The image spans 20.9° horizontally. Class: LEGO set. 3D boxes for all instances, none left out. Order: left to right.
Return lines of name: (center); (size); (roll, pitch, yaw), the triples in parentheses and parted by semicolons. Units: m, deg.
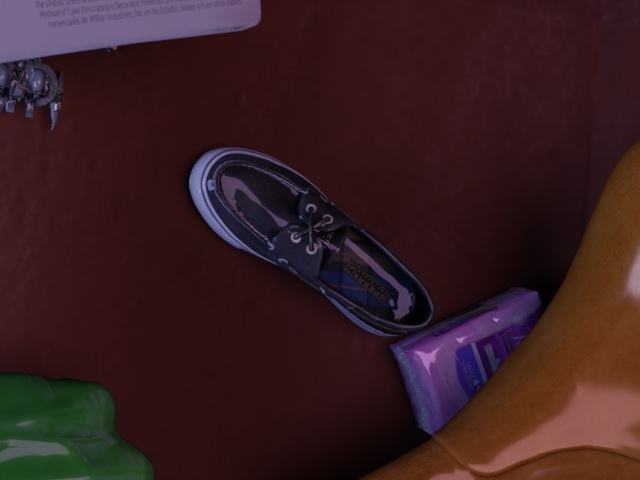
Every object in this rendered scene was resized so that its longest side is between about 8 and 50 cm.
LEGO set: (-0.131, -0.083, 0.799); (0.054, 0.023, 0.083); (41, 75, -20)

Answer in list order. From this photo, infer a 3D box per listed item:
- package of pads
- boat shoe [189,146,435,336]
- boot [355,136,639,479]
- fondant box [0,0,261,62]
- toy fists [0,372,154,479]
package of pads: (0.081, 0.062, 0.896); (0.083, 0.032, 0.050); (-23, 105, -22)
boat shoe: (0.000, 0.000, 0.852); (0.142, 0.040, 0.049); (36, 77, -21)
boot: (0.091, 0.099, 0.828); (0.211, 0.104, 0.295); (-11, 118, -28)
fondant box: (-0.159, -0.235, 0.693); (0.238, 0.096, 0.330); (-13, 104, -35)
toy fists: (-0.142, 0.196, 0.766); (0.142, 0.096, 0.279); (2, 92, -15)
